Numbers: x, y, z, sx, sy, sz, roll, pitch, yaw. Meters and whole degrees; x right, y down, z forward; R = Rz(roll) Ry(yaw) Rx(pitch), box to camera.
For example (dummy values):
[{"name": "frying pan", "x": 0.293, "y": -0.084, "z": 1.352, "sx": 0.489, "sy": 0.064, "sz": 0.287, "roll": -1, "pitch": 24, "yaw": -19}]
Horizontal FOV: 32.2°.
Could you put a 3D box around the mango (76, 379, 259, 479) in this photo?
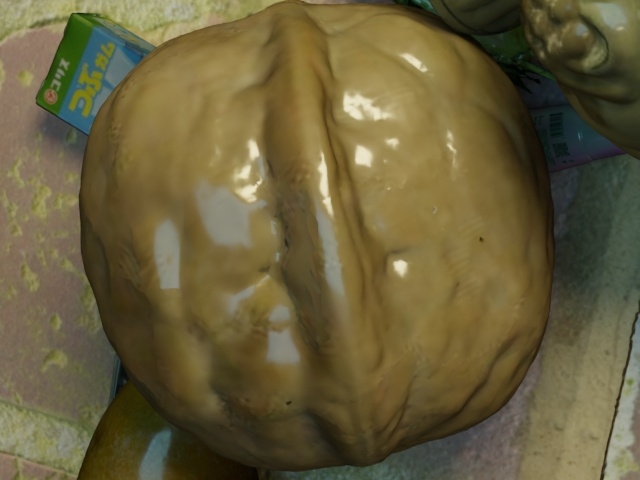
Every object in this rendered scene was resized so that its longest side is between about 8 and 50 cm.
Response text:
[{"name": "mango", "x": -0.135, "y": 0.286, "z": 1.011, "sx": 0.199, "sy": 0.221, "sz": 0.384, "roll": 2, "pitch": 105, "yaw": 5}]

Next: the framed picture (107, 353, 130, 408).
[{"name": "framed picture", "x": -0.183, "y": 0.163, "z": 1.117, "sx": 0.066, "sy": 0.006, "sz": 0.089, "roll": 15, "pitch": 105, "yaw": 15}]

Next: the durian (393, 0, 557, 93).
[{"name": "durian", "x": 0.087, "y": -0.254, "z": 0.895, "sx": 0.375, "sy": 0.132, "sz": 0.106, "roll": 48, "pitch": 136, "yaw": 5}]

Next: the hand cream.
[{"name": "hand cream", "x": 0.171, "y": -0.082, "z": 0.936, "sx": 0.174, "sy": 0.047, "sz": 0.076, "roll": -10, "pitch": 98, "yaw": 29}]

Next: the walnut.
[{"name": "walnut", "x": 0.000, "y": 0.000, "z": 0.854, "sx": 0.381, "sy": 0.381, "sz": 0.381, "roll": 4, "pitch": 101, "yaw": 18}]

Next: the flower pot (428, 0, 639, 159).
[{"name": "flower pot", "x": 0.204, "y": -0.206, "z": 0.697, "sx": 0.244, "sy": 0.307, "sz": 0.307, "roll": 26, "pitch": 109, "yaw": 40}]

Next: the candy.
[{"name": "candy", "x": -0.158, "y": -0.124, "z": 1.025, "sx": 0.194, "sy": 0.062, "sz": 0.097, "roll": 32, "pitch": 110, "yaw": 10}]
